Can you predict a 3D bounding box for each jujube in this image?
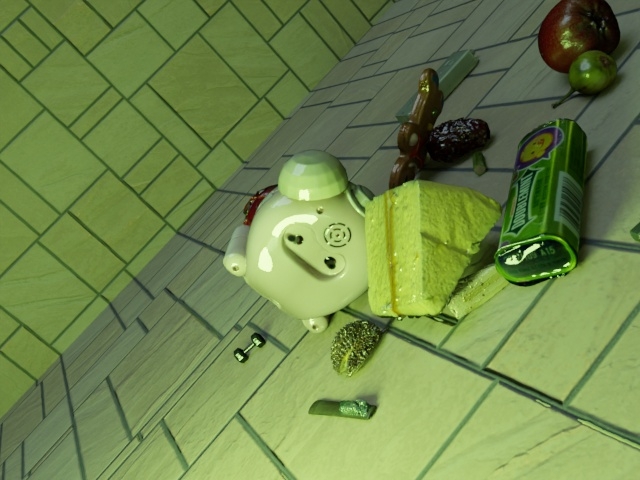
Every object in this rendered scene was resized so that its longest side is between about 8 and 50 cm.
[{"bbox_3d":[0.331,-0.250,1.736,0.165,0.104,0.104,-19,31,36],"label":"jujube"}]

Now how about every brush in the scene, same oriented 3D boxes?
[{"bbox_3d":[0.031,0.304,1.311,0.190,0.027,0.034,-14,34,55],"label":"brush"}]

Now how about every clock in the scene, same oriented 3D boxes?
[{"bbox_3d":[0.000,0.000,1.541,0.326,0.342,0.184,-44,24,21],"label":"clock"}]

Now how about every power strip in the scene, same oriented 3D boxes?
[{"bbox_3d":[0.354,-0.461,2.156,0.338,0.058,0.098,-47,20,-9],"label":"power strip"}]

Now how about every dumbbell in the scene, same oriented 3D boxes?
[{"bbox_3d":[-0.175,0.264,1.771,0.083,0.040,0.036,-42,53,6],"label":"dumbbell"}]

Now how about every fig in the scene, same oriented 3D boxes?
[{"bbox_3d":[0.545,-0.347,1.524,0.093,0.093,0.166,-52,21,-22],"label":"fig"}]

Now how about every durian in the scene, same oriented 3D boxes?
[{"bbox_3d":[0.069,0.195,1.397,0.140,0.071,0.110,-40,20,-4],"label":"durian"}]

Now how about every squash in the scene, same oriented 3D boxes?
[{"bbox_3d":[0.360,-0.180,1.636,0.027,0.027,0.083,-34,23,25],"label":"squash"}]

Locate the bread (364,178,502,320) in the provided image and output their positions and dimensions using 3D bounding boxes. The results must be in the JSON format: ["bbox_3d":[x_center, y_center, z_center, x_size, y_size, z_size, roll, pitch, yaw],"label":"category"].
[{"bbox_3d":[0.201,0.035,1.332,0.263,0.198,0.236,160,116,-71],"label":"bread"}]

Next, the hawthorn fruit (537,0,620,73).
[{"bbox_3d":[0.565,-0.455,1.603,0.169,0.169,0.188,-49,9,-14],"label":"hawthorn fruit"}]

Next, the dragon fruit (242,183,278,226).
[{"bbox_3d":[-0.100,-0.036,2.030,0.233,0.233,0.293,-38,52,17],"label":"dragon fruit"}]

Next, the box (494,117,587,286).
[{"bbox_3d":[0.392,-0.076,1.265,0.134,0.097,0.346,-29,25,41],"label":"box"}]

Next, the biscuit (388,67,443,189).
[{"bbox_3d":[0.245,-0.250,1.796,0.049,0.205,0.324,19,79,24],"label":"biscuit"}]

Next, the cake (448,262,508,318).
[{"bbox_3d":[0.274,0.086,1.247,0.121,0.052,0.065,-29,20,33],"label":"cake"}]

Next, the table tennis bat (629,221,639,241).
[{"bbox_3d":[0.551,-0.079,1.084,0.220,0.019,0.130,-44,19,-3],"label":"table tennis bat"}]
